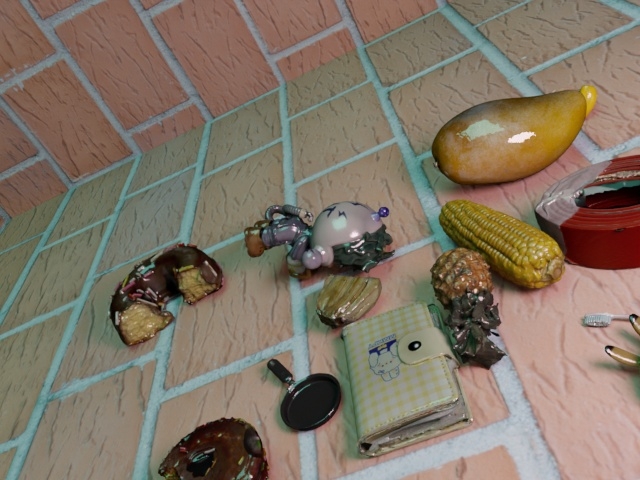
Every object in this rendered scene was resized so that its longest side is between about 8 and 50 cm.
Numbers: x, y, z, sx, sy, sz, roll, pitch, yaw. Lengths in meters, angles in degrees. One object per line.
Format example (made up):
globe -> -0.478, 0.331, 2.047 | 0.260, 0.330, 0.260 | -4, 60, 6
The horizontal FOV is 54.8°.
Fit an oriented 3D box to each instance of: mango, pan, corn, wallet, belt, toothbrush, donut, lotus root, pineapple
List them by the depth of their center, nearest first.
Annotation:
toothbrush -> 0.581, 0.139, 1.028 | 0.269, 0.021, 0.027 | -1, 54, 39
donut -> -0.194, 0.445, 1.164 | 0.216, 0.096, 0.230 | -38, 32, -17
wallet -> 0.152, 0.247, 1.188 | 0.223, 0.077, 0.309 | -27, 31, 13
pineapple -> 0.291, 0.129, 1.196 | 0.128, 0.128, 0.248 | -21, 38, 14
belt -> 0.587, -0.057, 1.208 | 0.324, 0.115, 0.227 | -12, 35, 28
pan -> -0.044, 0.312, 1.290 | 0.136, 0.028, 0.235 | -39, 36, -15
corn -> 0.372, 0.000, 1.308 | 0.120, 0.120, 0.363 | -36, 29, -9
lotus root -> 0.056, 0.147, 1.403 | 0.143, 0.070, 0.144 | 8, 44, 37
mango -> 0.459, -0.251, 1.504 | 0.384, 0.198, 0.221 | -23, 31, 10
donut -> -0.455, 0.128, 1.790 | 0.345, 0.136, 0.259 | -31, 35, -3

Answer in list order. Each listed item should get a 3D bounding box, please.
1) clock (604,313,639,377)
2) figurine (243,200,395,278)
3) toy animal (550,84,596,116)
clock -> 0.561, 0.186, 0.931 | 0.170, 0.069, 0.232 | -44, 34, -20
figurine -> -0.001, 0.003, 1.540 | 0.382, 0.186, 0.261 | -4, 31, 27
toy animal -> 0.663, -0.357, 1.614 | 0.114, 0.091, 0.082 | -1, 13, 21
